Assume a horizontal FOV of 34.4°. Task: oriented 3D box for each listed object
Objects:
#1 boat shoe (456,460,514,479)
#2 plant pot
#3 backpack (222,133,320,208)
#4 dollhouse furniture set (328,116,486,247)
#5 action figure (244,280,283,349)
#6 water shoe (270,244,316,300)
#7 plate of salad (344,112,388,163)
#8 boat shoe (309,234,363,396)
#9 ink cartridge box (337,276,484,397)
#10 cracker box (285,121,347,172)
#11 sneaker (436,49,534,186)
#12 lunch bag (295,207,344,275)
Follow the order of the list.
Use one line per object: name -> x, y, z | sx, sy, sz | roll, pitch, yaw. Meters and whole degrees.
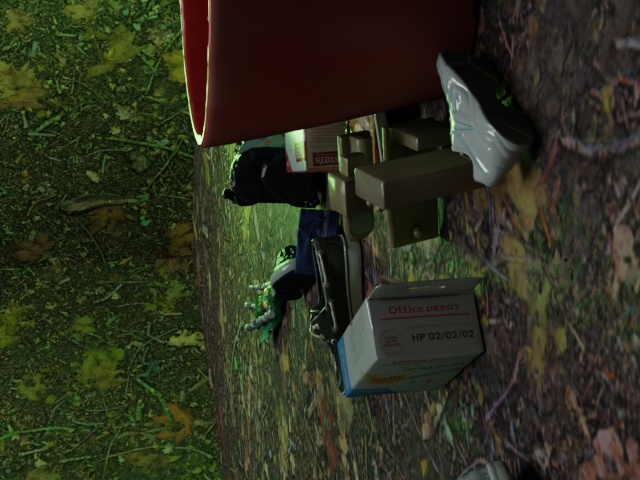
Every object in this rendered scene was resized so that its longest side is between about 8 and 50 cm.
boat shoe -> 0.117, 0.323, 0.896 | 0.118, 0.103, 0.321 | -108, 19, -51
plant pot -> 0.001, -0.226, 0.962 | 0.275, 0.243, 0.275 | 177, 90, -79
backpack -> -0.070, -0.119, 1.630 | 0.182, 0.151, 0.115 | -97, 15, -74
dollhouse furniture set -> 0.083, -0.026, 0.937 | 0.151, 0.144, 0.123 | 33, 132, 58
action figure -> -0.110, 0.128, 2.047 | 0.232, 0.063, 0.137 | 131, 138, -68
water shoe -> -0.053, 0.043, 1.711 | 0.203, 0.072, 0.080 | 124, 144, -70
plate of salad -> 0.045, -0.149, 1.167 | 0.200, 0.048, 0.200 | -11, -90, -89
boat shoe -> 0.019, 0.102, 1.386 | 0.078, 0.070, 0.219 | 179, 88, -78
ink cartridge box -> 0.086, 0.095, 0.980 | 0.181, 0.104, 0.062 | 113, 151, -65
cracker box -> -0.011, -0.211, 1.449 | 0.155, 0.067, 0.232 | -167, 74, -78
sneaker -> 0.123, -0.104, 0.850 | 0.152, 0.053, 0.061 | -105, 29, -47
lunch bag -> 0.000, 0.000, 1.467 | 0.067, 0.065, 0.098 | -83, -2, -53
